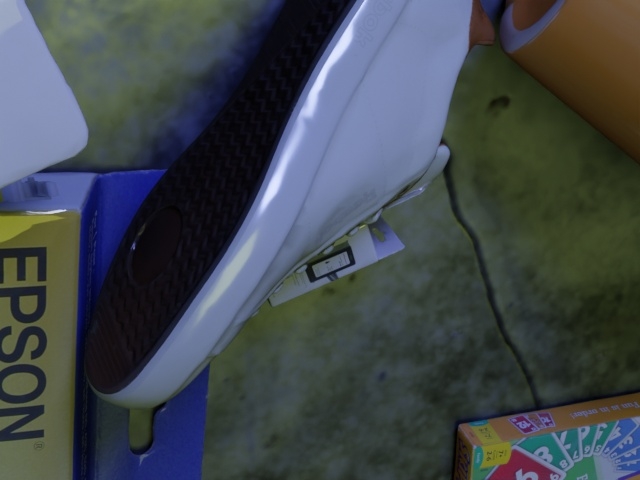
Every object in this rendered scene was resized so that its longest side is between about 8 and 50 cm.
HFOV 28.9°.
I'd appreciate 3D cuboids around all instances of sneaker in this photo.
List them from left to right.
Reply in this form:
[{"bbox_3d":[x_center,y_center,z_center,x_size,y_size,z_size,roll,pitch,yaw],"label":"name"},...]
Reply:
[{"bbox_3d":[-0.002,-0.023,0.639,0.123,0.106,0.290,37,85,-35],"label":"sneaker"}]

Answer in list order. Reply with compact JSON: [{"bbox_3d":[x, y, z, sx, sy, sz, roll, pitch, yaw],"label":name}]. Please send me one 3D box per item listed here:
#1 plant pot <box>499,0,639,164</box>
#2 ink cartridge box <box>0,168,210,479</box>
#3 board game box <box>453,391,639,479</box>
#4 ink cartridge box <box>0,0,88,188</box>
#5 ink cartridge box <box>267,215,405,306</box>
[{"bbox_3d":[0.206,-0.114,0.647,0.188,0.205,0.205,25,106,-12],"label":"plant pot"},{"bbox_3d":[-0.206,0.111,0.681,0.307,0.072,0.304,-1,115,-16],"label":"ink cartridge box"},{"bbox_3d":[0.217,0.166,0.877,0.259,0.039,0.124,-9,119,-18],"label":"board game box"},{"bbox_3d":[-0.256,-0.163,0.493,0.207,0.119,0.353,-25,120,-6],"label":"ink cartridge box"},{"bbox_3d":[0.000,0.000,0.706,0.083,0.048,0.028,-23,123,-7],"label":"ink cartridge box"}]
